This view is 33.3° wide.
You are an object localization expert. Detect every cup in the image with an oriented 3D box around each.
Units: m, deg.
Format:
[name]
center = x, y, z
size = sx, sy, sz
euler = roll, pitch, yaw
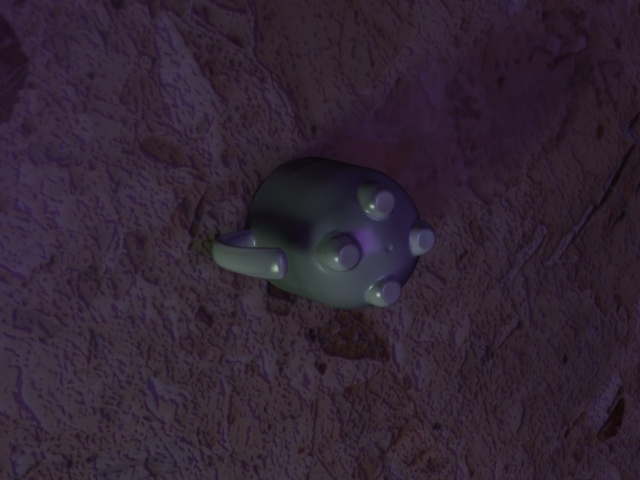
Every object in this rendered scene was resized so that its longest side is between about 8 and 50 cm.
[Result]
[cup]
center = 0.007, -0.010, 0.965
size = 0.173, 0.142, 0.134
euler = 23, 87, -31
